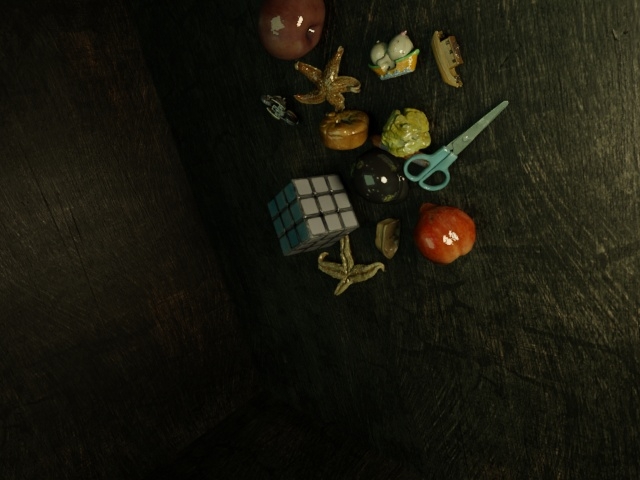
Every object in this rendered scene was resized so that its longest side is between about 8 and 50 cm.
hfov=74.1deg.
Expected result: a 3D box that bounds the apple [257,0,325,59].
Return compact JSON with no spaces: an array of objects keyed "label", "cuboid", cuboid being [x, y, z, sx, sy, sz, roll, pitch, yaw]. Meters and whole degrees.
[{"label":"apple","cuboid":[-0.115,-0.905,1.769,0.235,0.305,0.306,36,137,15]}]

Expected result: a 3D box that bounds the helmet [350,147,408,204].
[{"label":"helmet","cuboid":[0.235,-0.259,1.845,0.279,0.160,0.231,53,141,15]}]

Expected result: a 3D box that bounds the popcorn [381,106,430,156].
[{"label":"popcorn","cuboid":[0.330,-0.411,1.623,0.167,0.185,0.188,-119,19,-44]}]

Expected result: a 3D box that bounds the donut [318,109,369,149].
[{"label":"donut","cuboid":[0.100,-0.477,1.821,0.226,0.226,0.114,28,140,37]}]

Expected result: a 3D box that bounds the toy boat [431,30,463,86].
[{"label":"toy boat","cuboid":[0.443,-0.623,1.455,0.077,0.057,0.201,-13,102,46]}]

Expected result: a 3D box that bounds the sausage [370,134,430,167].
[{"label":"sausage","cuboid":[0.339,-0.367,1.739,0.347,0.053,0.053,33,134,33]}]

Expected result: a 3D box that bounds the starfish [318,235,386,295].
[{"label":"starfish","cuboid":[0.142,0.111,2.250,0.432,0.082,0.324,-46,65,50]}]

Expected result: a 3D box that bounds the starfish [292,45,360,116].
[{"label":"starfish","cuboid":[0.021,-0.689,1.844,0.303,0.113,0.312,34,132,-4]}]

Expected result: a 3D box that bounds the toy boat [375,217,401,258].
[{"label":"toy boat","cuboid":[0.309,-0.008,1.949,0.061,0.116,0.189,29,129,43]}]

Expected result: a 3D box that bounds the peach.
[{"label":"peach","cuboid":[0.469,-0.040,1.653,0.257,0.232,0.232,61,143,5]}]

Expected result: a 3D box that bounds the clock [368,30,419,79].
[{"label":"clock","cuboid":[0.269,-0.686,1.585,0.230,0.103,0.144,2,112,47]}]

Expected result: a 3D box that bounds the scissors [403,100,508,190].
[{"label":"scissors","cuboid":[0.496,-0.343,1.540,0.192,0.029,0.447,30,136,-17]}]

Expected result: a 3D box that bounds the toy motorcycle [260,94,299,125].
[{"label":"toy motorcycle","cuboid":[-0.196,-0.669,2.156,0.229,0.130,0.094,41,119,6]}]

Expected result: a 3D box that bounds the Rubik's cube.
[{"label":"Rubik's cube","cuboid":[-0.041,-0.125,2.098,0.305,0.303,0.301,-36,70,55]}]
